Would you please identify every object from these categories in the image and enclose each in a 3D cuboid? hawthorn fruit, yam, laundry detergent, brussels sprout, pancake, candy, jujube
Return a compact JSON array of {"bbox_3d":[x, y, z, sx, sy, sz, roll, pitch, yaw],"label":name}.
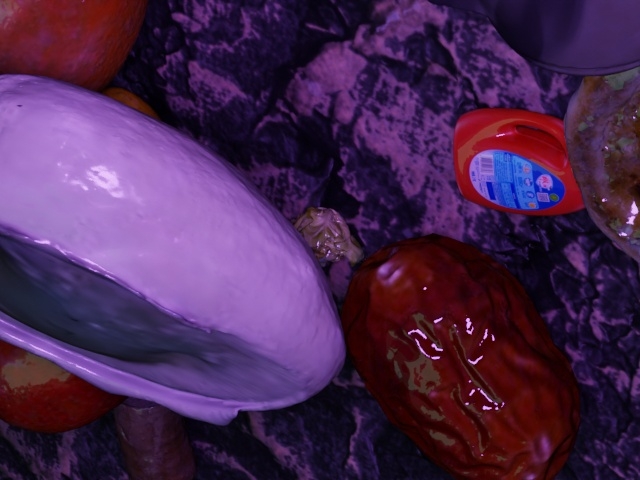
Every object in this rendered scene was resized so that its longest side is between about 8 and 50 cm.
[{"bbox_3d":[-0.253,0.098,1.978,0.251,0.189,0.189,-9,120,19],"label":"hawthorn fruit"},{"bbox_3d":[-0.179,0.208,2.074,0.084,0.084,0.127,12,126,28],"label":"yam"},{"bbox_3d":[0.194,-0.063,1.599,0.165,0.049,0.097,7,126,28],"label":"laundry detergent"},{"bbox_3d":[-0.232,-0.239,1.676,0.199,0.199,0.251,40,122,1],"label":"hawthorn fruit"},{"bbox_3d":[0.000,0.000,1.787,0.085,0.058,0.085,5,155,2],"label":"brussels sprout"},{"bbox_3d":[0.307,-0.064,1.493,0.254,0.037,0.253,11,126,16],"label":"pancake"},{"bbox_3d":[-0.168,0.009,1.662,0.427,0.186,0.386,32,156,-10],"label":"candy"},{"bbox_3d":[0.124,0.111,1.704,0.174,0.174,0.250,-19,108,44],"label":"jujube"}]

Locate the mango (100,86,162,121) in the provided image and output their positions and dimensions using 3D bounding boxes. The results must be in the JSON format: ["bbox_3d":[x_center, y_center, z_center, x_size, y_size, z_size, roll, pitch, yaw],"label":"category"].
[{"bbox_3d":[-0.175,-0.045,1.838,0.147,0.109,0.227,36,143,40],"label":"mango"}]

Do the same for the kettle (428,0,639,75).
[{"bbox_3d":[0.226,-0.263,1.314,0.321,0.228,0.324,-6,132,2],"label":"kettle"}]
